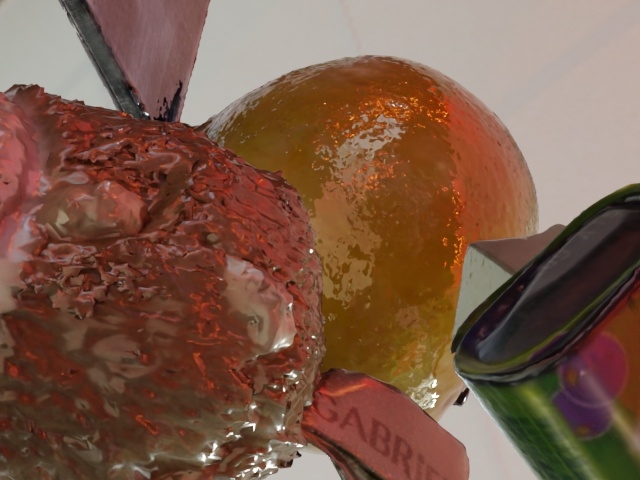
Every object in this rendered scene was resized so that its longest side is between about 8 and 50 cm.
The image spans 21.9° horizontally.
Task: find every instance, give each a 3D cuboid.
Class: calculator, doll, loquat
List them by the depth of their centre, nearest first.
[{"bbox_3d":[-0.057,0.019,0.428,0.115,0.221,0.105,-133,-119,-75],"label":"doll"},{"bbox_3d":[-0.108,-0.194,1.079,0.021,0.161,0.261,-7,-135,18],"label":"calculator"},{"bbox_3d":[0.000,0.000,1.325,0.359,0.328,0.328,28,-60,1],"label":"loquat"}]

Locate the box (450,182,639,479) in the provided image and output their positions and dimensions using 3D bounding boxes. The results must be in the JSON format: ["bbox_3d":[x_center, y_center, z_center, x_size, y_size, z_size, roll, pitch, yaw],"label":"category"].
[{"bbox_3d":[0.204,0.141,0.770,0.345,0.134,0.097,52,-20,-19],"label":"box"}]

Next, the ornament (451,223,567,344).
[{"bbox_3d":[0.215,0.028,0.969,0.130,0.285,0.120,-114,-164,-57],"label":"ornament"}]
